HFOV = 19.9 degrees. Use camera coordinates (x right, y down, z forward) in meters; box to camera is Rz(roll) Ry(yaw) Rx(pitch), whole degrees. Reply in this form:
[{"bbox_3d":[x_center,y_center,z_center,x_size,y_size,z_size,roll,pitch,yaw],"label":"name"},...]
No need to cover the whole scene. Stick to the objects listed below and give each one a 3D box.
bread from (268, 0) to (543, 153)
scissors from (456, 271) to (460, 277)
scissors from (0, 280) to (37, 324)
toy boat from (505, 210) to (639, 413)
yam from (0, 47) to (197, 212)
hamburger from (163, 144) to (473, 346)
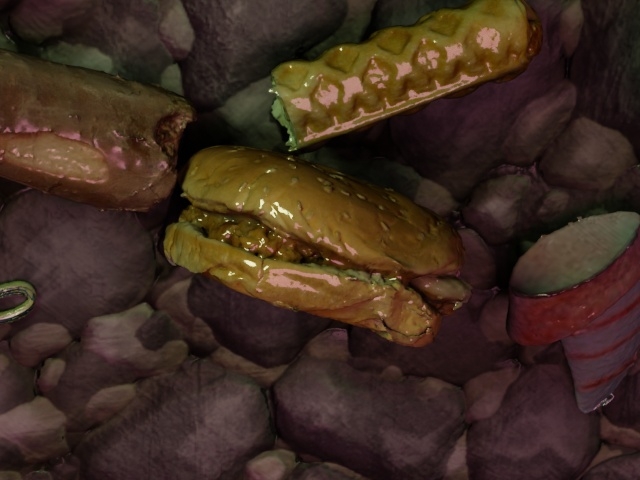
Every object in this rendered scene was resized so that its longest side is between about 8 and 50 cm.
[{"bbox_3d":[0.082,-0.162,1.722,0.269,0.087,0.098,-19,124,-1],"label":"bread"},{"bbox_3d":[0.097,0.062,1.934,0.113,0.012,0.039,-19,128,0],"label":"scissors"},{"bbox_3d":[-0.386,0.067,1.809,0.187,0.020,0.133,-29,131,6],"label":"scissors"},{"bbox_3d":[0.304,0.090,1.976,0.206,0.096,0.282,-32,137,-8],"label":"toy boat"},{"bbox_3d":[-0.242,-0.103,1.660,0.238,0.129,0.128,12,122,-25],"label":"yam"},{"bbox_3d":[-0.001,0.000,1.715,0.283,0.259,0.144,22,88,-32],"label":"hamburger"}]
